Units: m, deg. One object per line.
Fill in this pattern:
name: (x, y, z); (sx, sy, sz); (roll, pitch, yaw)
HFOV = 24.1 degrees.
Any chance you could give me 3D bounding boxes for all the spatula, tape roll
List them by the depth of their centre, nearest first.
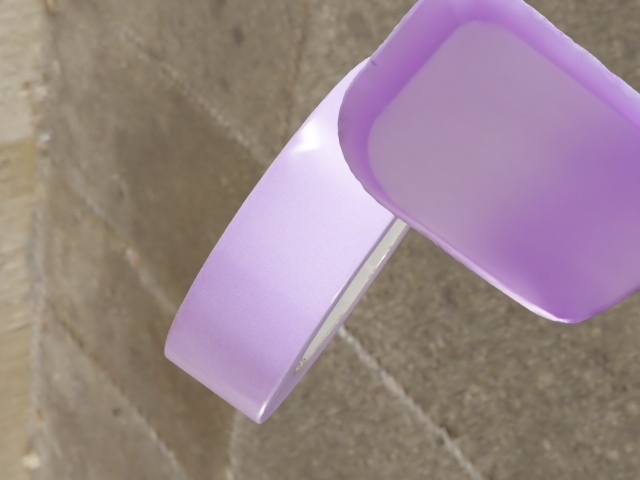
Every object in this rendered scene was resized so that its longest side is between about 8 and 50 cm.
spatula: (0.120, 0.056, 0.381); (0.296, 0.030, 0.084); (48, 138, 3)
tape roll: (0.000, 0.000, 1.113); (0.090, 0.275, 0.275); (34, 140, 6)
